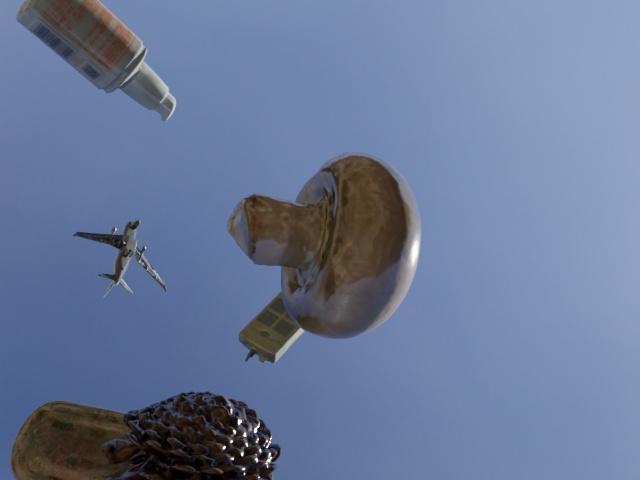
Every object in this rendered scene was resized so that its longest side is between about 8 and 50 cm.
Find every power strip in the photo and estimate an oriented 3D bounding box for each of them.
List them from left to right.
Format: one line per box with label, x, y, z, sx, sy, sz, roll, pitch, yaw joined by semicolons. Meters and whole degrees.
power strip;-0.059;0.133;1.130;0.080;0.029;0.227;28;-132;21

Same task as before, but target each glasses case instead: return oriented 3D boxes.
glasses case;-0.317;0.385;1.116;0.426;0.098;0.156;11;-123;5

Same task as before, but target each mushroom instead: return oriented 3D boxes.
mushroom;0.000;0.000;0.693;0.204;0.204;0.204;-13;-135;13

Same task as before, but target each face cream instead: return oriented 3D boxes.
face cream;-0.314;-0.275;0.963;0.101;0.252;0.101;-31;-144;26

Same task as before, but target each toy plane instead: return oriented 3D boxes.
toy plane;-0.413;0.025;1.368;0.058;0.226;0.226;-35;-147;31

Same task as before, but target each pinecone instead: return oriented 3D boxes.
pinecone;-0.180;0.348;0.872;0.247;0.292;0.246;14;-166;-3
